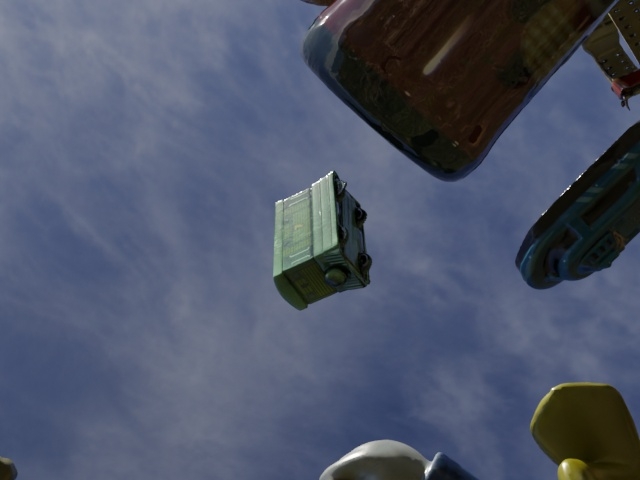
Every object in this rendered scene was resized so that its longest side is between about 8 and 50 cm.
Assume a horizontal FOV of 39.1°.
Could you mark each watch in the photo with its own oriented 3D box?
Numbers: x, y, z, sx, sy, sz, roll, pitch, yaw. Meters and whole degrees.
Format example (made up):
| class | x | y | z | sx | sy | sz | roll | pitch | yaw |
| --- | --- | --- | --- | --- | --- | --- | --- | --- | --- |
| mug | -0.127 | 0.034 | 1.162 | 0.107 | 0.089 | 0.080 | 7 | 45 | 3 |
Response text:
| class | x | y | z | sx | sy | sz | roll | pitch | yaw |
| --- | --- | --- | --- | --- | --- | --- | --- | --- | --- |
| watch | 0.430 | -0.267 | 1.260 | 0.102 | 0.165 | 0.268 | -26 | -109 | 5 |

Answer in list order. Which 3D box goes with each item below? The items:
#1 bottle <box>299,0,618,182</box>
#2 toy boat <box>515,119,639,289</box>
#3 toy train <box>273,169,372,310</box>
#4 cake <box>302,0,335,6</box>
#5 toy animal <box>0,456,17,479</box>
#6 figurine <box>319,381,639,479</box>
| class | x | y | z | sx | sy | sz | roll | pitch | yaw |
| --- | --- | --- | --- | --- | --- | --- | --- | --- | --- |
| bottle | 0.140 | -0.204 | 0.559 | 0.144 | 0.144 | 0.336 | 39 | -77 | -5 |
| toy boat | 0.390 | -0.031 | 1.173 | 0.134 | 0.299 | 0.092 | 21 | -154 | -46 |
| toy train | 0.000 | 0.000 | 0.559 | 0.038 | 0.056 | 0.093 | 53 | -159 | -33 |
| cake | -0.003 | -0.329 | 0.958 | 0.178 | 0.208 | 0.185 | 40 | -104 | -20 |
| toy animal | -0.330 | 0.297 | 0.763 | 0.181 | 0.180 | 0.363 | -40 | -65 | 15 |
| figurine | 0.112 | 0.206 | 0.564 | 0.284 | 0.338 | 0.204 | 16 | -83 | -2 |
